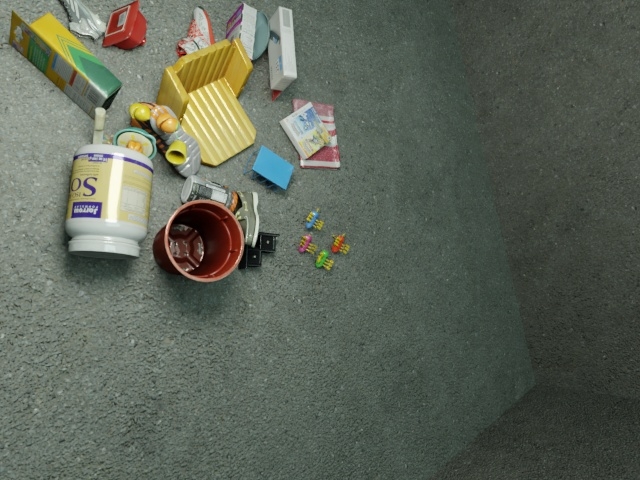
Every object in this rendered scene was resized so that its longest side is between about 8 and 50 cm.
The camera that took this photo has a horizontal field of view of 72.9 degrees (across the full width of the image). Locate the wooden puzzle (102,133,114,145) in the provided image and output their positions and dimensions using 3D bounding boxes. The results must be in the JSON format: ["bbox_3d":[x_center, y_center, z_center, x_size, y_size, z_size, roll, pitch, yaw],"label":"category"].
[{"bbox_3d":[-0.746,-0.337,1.517,0.049,0.006,0.083,40,62,-26],"label":"wooden puzzle"}]

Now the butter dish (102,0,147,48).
[{"bbox_3d":[-0.683,-0.751,1.559,0.118,0.160,0.160,30,64,-56],"label":"butter dish"}]

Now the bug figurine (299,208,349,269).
[{"bbox_3d":[0.000,0.000,1.993,0.279,0.072,0.216,43,66,-30],"label":"bug figurine"}]

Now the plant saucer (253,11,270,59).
[{"bbox_3d":[-0.262,-0.867,1.847,0.038,0.195,0.194,-1,84,-41],"label":"plant saucer"}]

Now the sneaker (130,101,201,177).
[{"bbox_3d":[-0.567,-0.379,1.590,0.124,0.180,0.321,-50,147,-25],"label":"sneaker"}]

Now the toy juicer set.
[{"bbox_3d":[-0.611,-0.342,1.407,0.329,0.209,0.089,2,51,-5],"label":"toy juicer set"}]

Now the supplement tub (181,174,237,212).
[{"bbox_3d":[-0.426,-0.170,1.666,0.191,0.117,0.116,18,73,-35],"label":"supplement tub"}]

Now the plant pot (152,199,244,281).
[{"bbox_3d":[-0.451,0.016,1.525,0.273,0.265,0.272,7,79,-36],"label":"plant pot"}]

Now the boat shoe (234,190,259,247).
[{"bbox_3d":[-0.295,-0.088,1.698,0.091,0.109,0.305,9,40,-20],"label":"boat shoe"}]

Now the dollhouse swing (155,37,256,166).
[{"bbox_3d":[-0.383,-0.514,1.660,0.305,0.315,0.347,51,56,-3],"label":"dollhouse swing"}]

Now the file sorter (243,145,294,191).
[{"bbox_3d":[-0.223,-0.298,1.848,0.170,0.105,0.118,30,67,-30],"label":"file sorter"}]

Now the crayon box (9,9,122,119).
[{"bbox_3d":[-0.808,-0.563,1.379,0.323,0.203,0.083,45,59,-23],"label":"crayon box"}]

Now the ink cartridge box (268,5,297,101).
[{"bbox_3d":[-0.191,-0.785,1.853,0.066,0.261,0.296,-1,83,-29],"label":"ink cartridge box"}]

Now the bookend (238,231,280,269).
[{"bbox_3d":[-0.253,0.046,1.793,0.156,0.072,0.157,8,79,-36],"label":"bookend"}]

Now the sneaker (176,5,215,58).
[{"bbox_3d":[-0.505,-0.807,1.718,0.145,0.090,0.269,-15,84,-26],"label":"sneaker"}]

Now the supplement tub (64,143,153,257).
[{"bbox_3d":[-0.675,-0.115,1.390,0.241,0.241,0.331,9,77,-36],"label":"supplement tub"}]

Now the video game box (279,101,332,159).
[{"bbox_3d":[-0.064,-0.507,2.000,0.187,0.048,0.205,-42,108,-27],"label":"video game box"}]

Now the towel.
[{"bbox_3d":[-0.017,-0.506,2.080,0.237,0.037,0.328,-5,86,-37],"label":"towel"}]

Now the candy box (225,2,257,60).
[{"bbox_3d":[-0.338,-0.835,1.807,0.071,0.159,0.233,12,77,-34],"label":"candy box"}]

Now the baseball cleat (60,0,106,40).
[{"bbox_3d":[-0.841,-0.775,1.471,0.206,0.072,0.109,39,77,-16],"label":"baseball cleat"}]
